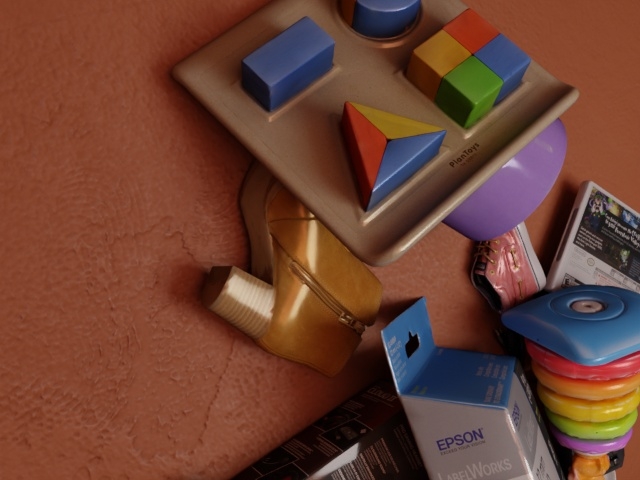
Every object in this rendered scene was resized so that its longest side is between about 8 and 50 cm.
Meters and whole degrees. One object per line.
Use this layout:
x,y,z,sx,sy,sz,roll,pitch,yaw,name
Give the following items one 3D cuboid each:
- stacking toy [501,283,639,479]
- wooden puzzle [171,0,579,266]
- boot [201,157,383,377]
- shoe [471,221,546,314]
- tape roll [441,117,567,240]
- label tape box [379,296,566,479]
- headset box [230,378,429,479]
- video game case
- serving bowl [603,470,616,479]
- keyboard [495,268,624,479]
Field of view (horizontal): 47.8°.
0.357,0.222,0.960,0.166,0.175,0.301,-15,109,-22,stacking toy
0.058,-0.186,0.787,0.322,0.080,0.348,-40,70,-18,wooden puzzle
0.000,0.001,0.871,0.211,0.104,0.295,31,77,-31,boot
0.239,0.012,0.990,0.081,0.063,0.178,-33,103,-18,shoe
0.206,-0.100,0.902,0.080,0.189,0.189,30,79,-24,tape roll
0.200,0.233,0.845,0.115,0.249,0.347,-20,87,18,label tape box
0.052,0.328,0.886,0.293,0.110,0.218,-29,103,-22,headset box
0.426,0.030,1.067,0.190,0.022,0.173,27,81,-25,video game case
0.408,0.364,1.096,0.083,0.027,0.083,2,85,-24,serving bowl
0.354,0.198,1.052,0.202,0.033,0.317,-9,89,-24,keyboard
